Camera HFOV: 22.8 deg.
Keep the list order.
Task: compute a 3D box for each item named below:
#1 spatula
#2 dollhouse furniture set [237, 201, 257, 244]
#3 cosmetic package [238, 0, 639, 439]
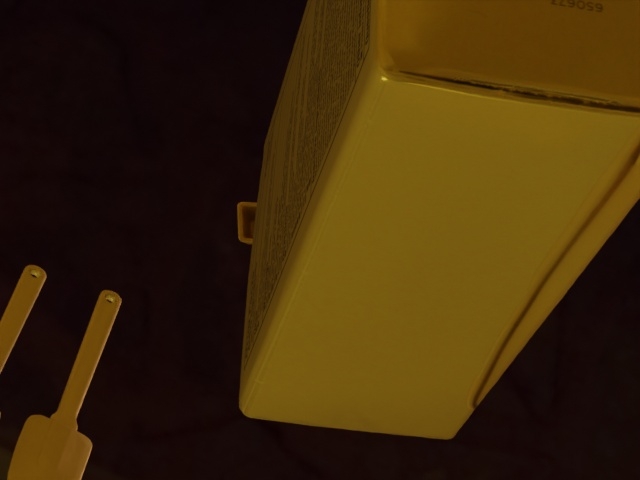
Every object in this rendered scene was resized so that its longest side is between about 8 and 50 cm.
[{"bbox_3d":[-0.218,0.073,1.054,0.019,0.168,0.242,-58,12,31],"label":"spatula"},{"bbox_3d":[0.000,0.000,1.175,0.081,0.114,0.091,127,142,-64],"label":"dollhouse furniture set"},{"bbox_3d":[0.045,-0.044,0.664,0.309,0.113,0.160,111,165,-63],"label":"cosmetic package"}]
